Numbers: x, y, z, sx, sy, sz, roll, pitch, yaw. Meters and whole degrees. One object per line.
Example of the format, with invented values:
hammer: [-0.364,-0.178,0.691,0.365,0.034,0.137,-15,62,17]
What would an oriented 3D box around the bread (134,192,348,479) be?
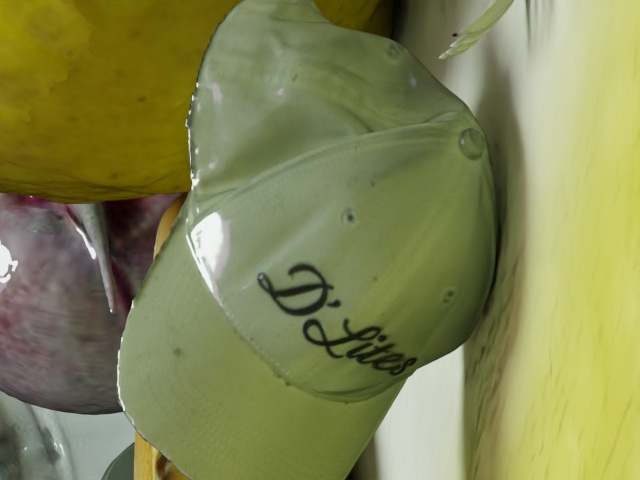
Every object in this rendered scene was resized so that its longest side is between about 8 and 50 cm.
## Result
bread: [-0.033,0.122,0.815,0.142,0.091,0.305,97,172,-51]

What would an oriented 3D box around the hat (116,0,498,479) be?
hat: [-0.005,0.005,0.636,0.166,0.122,0.081,-59,18,-21]

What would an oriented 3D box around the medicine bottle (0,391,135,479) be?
medicine bottle: [-0.259,0.194,1.231,0.256,0.324,0.256,8,99,63]

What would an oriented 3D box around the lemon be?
lemon: [-0.092,-0.148,0.829,0.316,0.285,0.285,-38,44,47]

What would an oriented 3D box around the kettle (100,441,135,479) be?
kettle: [-0.081,0.171,1.097,0.098,0.126,0.148,54,148,22]

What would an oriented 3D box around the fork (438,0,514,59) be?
fork: [0.064,-0.162,0.646,0.034,0.028,0.219,106,171,-75]

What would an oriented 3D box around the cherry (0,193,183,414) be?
cherry: [-0.114,-0.011,1.058,0.266,0.183,0.213,110,175,-73]
